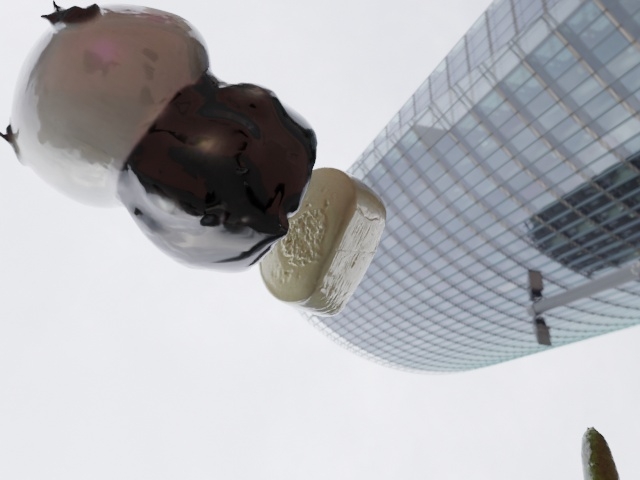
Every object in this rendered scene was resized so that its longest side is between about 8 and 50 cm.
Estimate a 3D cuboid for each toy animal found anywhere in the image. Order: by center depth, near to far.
[{"bbox_3d":[-0.176,-0.117,0.690,0.310,0.251,0.251,26,-117,-19],"label":"toy animal"}]

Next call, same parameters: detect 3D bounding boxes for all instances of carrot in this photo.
[{"bbox_3d":[0.443,0.458,0.940,0.074,0.074,0.358,15,-129,-15],"label":"carrot"}]

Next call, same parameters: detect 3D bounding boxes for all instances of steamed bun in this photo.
[{"bbox_3d":[0.000,0.000,1.085,0.155,0.200,0.250,29,-86,28],"label":"steamed bun"}]
